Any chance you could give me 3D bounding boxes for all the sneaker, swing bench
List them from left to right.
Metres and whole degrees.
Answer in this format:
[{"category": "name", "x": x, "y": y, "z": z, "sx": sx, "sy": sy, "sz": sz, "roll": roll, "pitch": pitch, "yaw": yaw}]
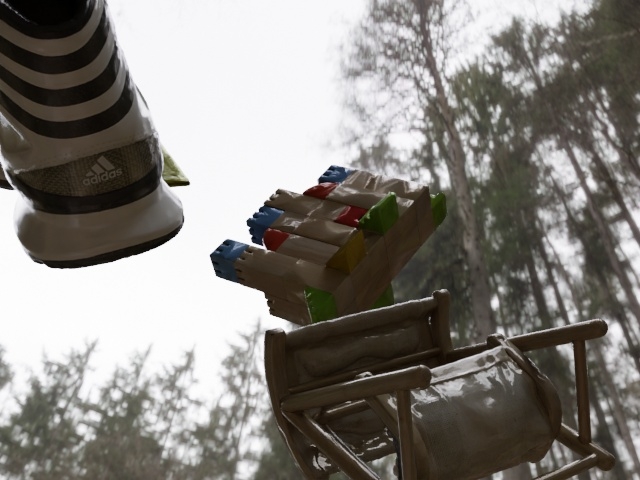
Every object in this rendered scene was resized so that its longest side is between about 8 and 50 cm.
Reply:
[{"category": "sneaker", "x": -0.245, "y": -0.172, "z": 0.812, "sx": 0.169, "sy": 0.447, "sz": 0.257, "roll": -18, "pitch": -62, "yaw": -24}, {"category": "swing bench", "x": 0.115, "y": 0.161, "z": 0.962, "sx": 0.253, "sy": 0.254, "sz": 0.165, "roll": -10, "pitch": -80, "yaw": -34}]

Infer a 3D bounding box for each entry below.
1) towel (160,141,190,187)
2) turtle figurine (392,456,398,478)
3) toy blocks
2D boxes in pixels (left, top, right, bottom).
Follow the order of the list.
[{"category": "towel", "x": -0.291, "y": -0.150, "z": 1.463, "sx": 0.102, "sy": 0.237, "sz": 0.021, "roll": -8, "pitch": -51, "yaw": -31}, {"category": "turtle figurine", "x": 0.254, "y": 0.470, "z": 1.729, "sx": 0.198, "sy": 0.266, "sz": 0.275, "roll": -33, "pitch": -46, "yaw": -1}, {"category": "toy blocks", "x": 0.000, "y": 0.000, "z": 1.544, "sx": 0.261, "sy": 0.381, "sz": 0.191, "roll": 16, "pitch": -45, "yaw": 32}]
